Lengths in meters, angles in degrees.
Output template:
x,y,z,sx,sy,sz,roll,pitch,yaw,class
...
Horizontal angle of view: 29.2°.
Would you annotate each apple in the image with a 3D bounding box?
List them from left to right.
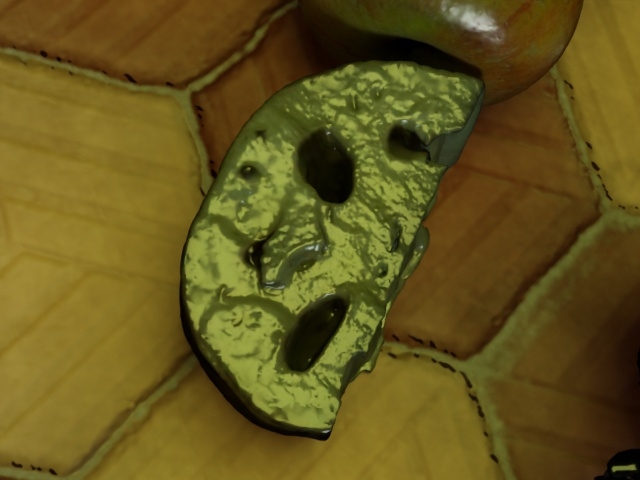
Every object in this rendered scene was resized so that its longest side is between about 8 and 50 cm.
x,y,z,sx,sy,sz,roll,pitch,yaw,class
0.073,-0.173,0.761,0.182,0.182,0.155,22,66,-3,apple

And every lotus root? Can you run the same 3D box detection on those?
x,y,z,sx,sy,sz,roll,pitch,yaw,class
0.000,0.000,0.717,0.138,0.119,0.235,32,70,0,lotus root

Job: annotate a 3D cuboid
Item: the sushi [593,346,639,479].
x,y,z,sx,sy,sz,roll,pitch,yaw,class
0.263,0.146,0.680,0.234,0.207,0.349,-8,67,-1,sushi
